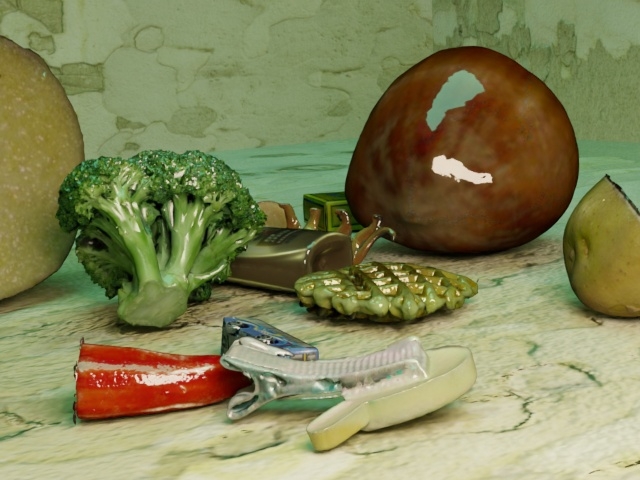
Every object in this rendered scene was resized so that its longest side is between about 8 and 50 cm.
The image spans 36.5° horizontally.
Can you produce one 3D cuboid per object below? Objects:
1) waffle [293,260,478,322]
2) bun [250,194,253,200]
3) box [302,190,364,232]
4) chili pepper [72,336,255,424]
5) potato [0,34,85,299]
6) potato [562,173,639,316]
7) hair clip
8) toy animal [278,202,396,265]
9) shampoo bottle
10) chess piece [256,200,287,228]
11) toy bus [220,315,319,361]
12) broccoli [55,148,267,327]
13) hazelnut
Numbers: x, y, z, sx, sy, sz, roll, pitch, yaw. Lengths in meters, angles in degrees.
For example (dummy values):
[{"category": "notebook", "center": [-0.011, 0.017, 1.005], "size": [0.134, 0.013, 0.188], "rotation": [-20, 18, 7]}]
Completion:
[{"category": "waffle", "center": [0.079, 0.061, 1.189], "size": [0.214, 0.054, 0.207], "rotation": [5, 13, 35]}, {"category": "bun", "center": [-0.213, -0.053, 1.701], "size": [0.172, 0.120, 0.173], "rotation": [24, 11, -5]}, {"category": "box", "center": [0.090, -0.061, 1.828], "size": [0.219, 0.064, 0.141], "rotation": [-4, 11, -19]}, {"category": "chili pepper", "center": [-0.137, 0.127, 0.891], "size": [0.168, 0.065, 0.088], "rotation": [1, 26, -9]}, {"category": "potato", "center": [-0.583, -0.090, 1.310], "size": [0.319, 0.386, 0.442], "rotation": [-10, -6, 35]}, {"category": "potato", "center": [0.344, 0.029, 1.125], "size": [0.117, 0.182, 0.202], "rotation": [-34, 30, 12]}, {"category": "hair clip", "center": [0.024, 0.123, 0.832], "size": [0.218, 0.071, 0.159], "rotation": [-5, 16, 8]}, {"category": "toy animal", "center": [0.000, 0.000, 1.455], "size": [0.241, 0.099, 0.056], "rotation": [8, -1, 25]}, {"category": "shampoo bottle", "center": [-0.120, 0.020, 1.390], "size": [0.350, 0.084, 0.125], "rotation": [5, 15, 40]}, {"category": "chess piece", "center": [-0.084, -0.019, 1.641], "size": [0.090, 0.090, 0.200], "rotation": [-2, 0, 2]}, {"category": "toy bus", "center": [-0.055, 0.111, 0.968], "size": [0.061, 0.051, 0.153], "rotation": [-2, 8, -29]}, {"category": "broccoli", "center": [-0.201, -0.004, 1.203], "size": [0.261, 0.269, 0.242], "rotation": [15, 37, -28]}, {"category": "hazelnut", "center": [0.219, -0.128, 1.525], "size": [0.365, 0.366, 0.366], "rotation": [-2, 10, 0]}]
